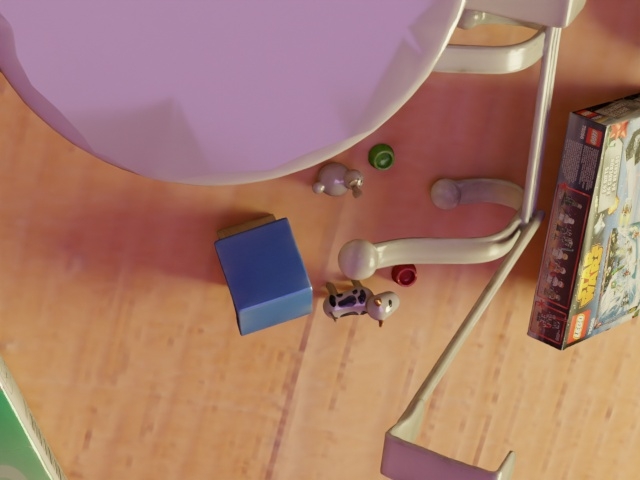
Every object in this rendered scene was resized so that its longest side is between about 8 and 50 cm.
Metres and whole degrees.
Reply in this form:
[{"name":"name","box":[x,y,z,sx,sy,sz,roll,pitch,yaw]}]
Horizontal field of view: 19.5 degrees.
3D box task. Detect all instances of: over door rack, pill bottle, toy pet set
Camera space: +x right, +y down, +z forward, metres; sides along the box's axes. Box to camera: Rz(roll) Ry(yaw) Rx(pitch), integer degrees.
[{"name":"over door rack","box":[0.063,-0.065,0.875,0.108,0.324,0.239,8,115,6]},{"name":"pill bottle","box":[-0.071,-0.166,0.755,0.204,0.361,0.204,-5,115,-12]},{"name":"toy pet set","box":[0.000,0.000,1.019,0.114,0.065,0.122,-18,117,-7]}]

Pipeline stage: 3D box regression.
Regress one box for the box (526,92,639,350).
[{"name":"box","box":[0.164,-0.013,1.054,0.094,0.027,0.137,-18,124,-47]}]

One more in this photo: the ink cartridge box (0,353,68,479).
[{"name":"ink cartridge box","box":[-0.271,0.122,1.011,0.225,0.056,0.181,-26,118,-4]}]
